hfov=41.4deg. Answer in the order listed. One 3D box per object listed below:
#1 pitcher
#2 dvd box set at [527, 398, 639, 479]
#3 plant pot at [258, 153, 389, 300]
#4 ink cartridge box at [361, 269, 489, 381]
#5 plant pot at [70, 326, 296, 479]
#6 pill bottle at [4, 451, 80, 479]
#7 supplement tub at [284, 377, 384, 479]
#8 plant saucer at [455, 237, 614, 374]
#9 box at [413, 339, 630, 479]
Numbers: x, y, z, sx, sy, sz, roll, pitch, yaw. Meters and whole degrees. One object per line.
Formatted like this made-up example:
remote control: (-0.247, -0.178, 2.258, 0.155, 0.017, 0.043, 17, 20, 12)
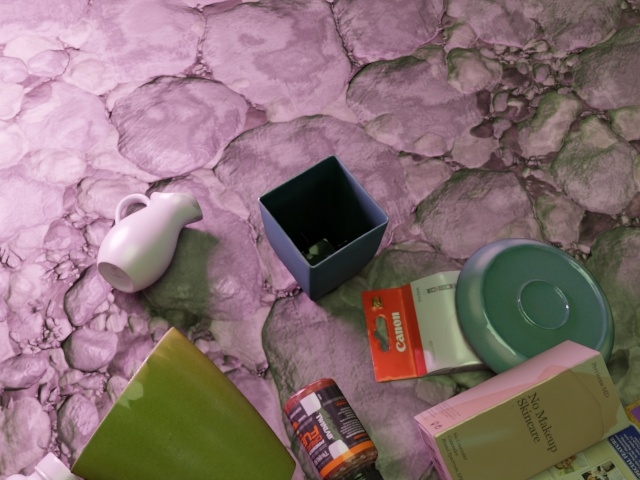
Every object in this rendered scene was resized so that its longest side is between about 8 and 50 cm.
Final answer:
pitcher: (-0.348, -0.008, 1.610, 0.177, 0.125, 0.207, 11, 49, 27)
dvd box set: (0.514, 0.449, 1.387, 0.420, 0.062, 0.308, -26, 58, -12)
plant pot: (0.000, 0.000, 1.540, 0.165, 0.234, 0.166, -31, 68, -18)
ink cartridge box: (0.206, 0.155, 1.567, 0.232, 0.066, 0.189, -4, 62, -9)
plant pot: (-0.196, 0.333, 1.365, 0.293, 0.275, 0.275, 34, 65, -3)
pill bottle: (-0.484, 0.459, 1.333, 0.136, 0.136, 0.246, 38, 67, 17)
supplement tub: (0.027, 0.339, 1.433, 0.106, 0.106, 0.198, -27, 66, -15)
plant saucer: (0.404, 0.125, 1.559, 0.317, 0.044, 0.318, 7, 58, -11)
box: (0.331, 0.301, 1.409, 0.311, 0.121, 0.148, -26, 96, -7)
